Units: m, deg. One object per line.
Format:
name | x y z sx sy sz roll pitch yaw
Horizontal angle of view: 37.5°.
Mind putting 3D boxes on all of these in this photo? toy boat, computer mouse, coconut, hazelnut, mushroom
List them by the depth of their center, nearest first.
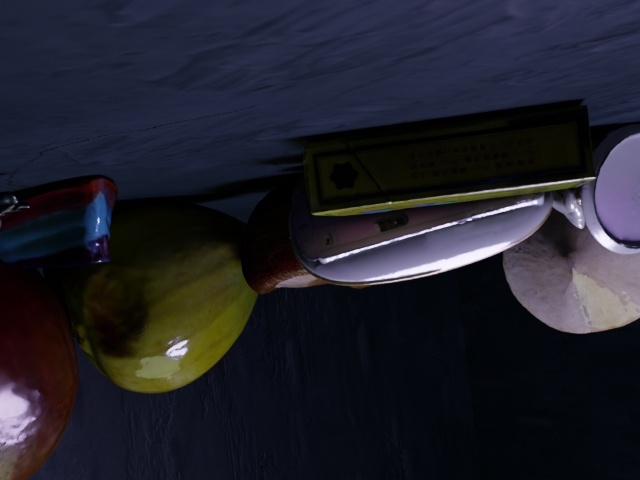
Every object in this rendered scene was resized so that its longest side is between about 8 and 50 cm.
computer mouse | 0.092 -0.026 0.883 0.245 0.126 0.056 -15 136 1
toy boat | -0.288 -0.013 1.002 0.136 0.079 0.392 -8 -177 -29
mushroom | -0.003 -0.015 1.111 0.194 0.138 0.231 4 162 -45
hazelnut | -0.534 0.183 1.311 0.421 0.420 0.353 -7 -165 12
coconut | 0.473 0.015 1.632 0.329 0.328 0.329 -6 179 0

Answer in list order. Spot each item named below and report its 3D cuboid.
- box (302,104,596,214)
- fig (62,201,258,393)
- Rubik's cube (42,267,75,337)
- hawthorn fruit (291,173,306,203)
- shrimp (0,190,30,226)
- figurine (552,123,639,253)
box | 0.105 -0.061 0.778 0.220 0.064 0.141 -9 180 11
fig | -0.189 0.064 1.210 0.271 0.239 0.239 -22 -176 -18
Rubik's cube | -0.319 0.053 1.420 0.163 0.162 0.161 -14 -176 -32
hawthorn fruit | 0.014 -0.049 0.962 0.067 0.066 0.103 -6 172 -29
shrimp | -0.372 -0.016 0.713 0.262 0.051 0.198 -4 179 11
figurine | 0.281 -0.059 0.975 0.132 0.132 0.154 -6 -168 -23
